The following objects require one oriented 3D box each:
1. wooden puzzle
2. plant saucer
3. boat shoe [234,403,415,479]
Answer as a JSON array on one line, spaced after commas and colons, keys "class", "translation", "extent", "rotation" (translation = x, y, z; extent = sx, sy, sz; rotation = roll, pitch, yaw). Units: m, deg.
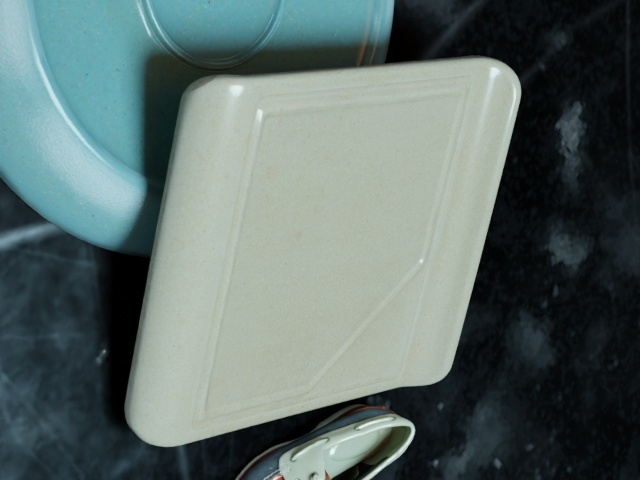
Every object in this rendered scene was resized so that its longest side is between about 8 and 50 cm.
[{"class": "wooden puzzle", "translation": [0.000, 0.000, 1.096], "extent": [0.239, 0.044, 0.221], "rotation": [-7, 118, -40]}, {"class": "plant saucer", "translation": [-0.068, -0.147, 1.056], "extent": [0.317, 0.044, 0.317], "rotation": [-5, 98, -40]}, {"class": "boat shoe", "translation": [-0.002, 0.142, 1.142], "extent": [0.137, 0.043, 0.049], "rotation": [-32, 116, -32]}]
